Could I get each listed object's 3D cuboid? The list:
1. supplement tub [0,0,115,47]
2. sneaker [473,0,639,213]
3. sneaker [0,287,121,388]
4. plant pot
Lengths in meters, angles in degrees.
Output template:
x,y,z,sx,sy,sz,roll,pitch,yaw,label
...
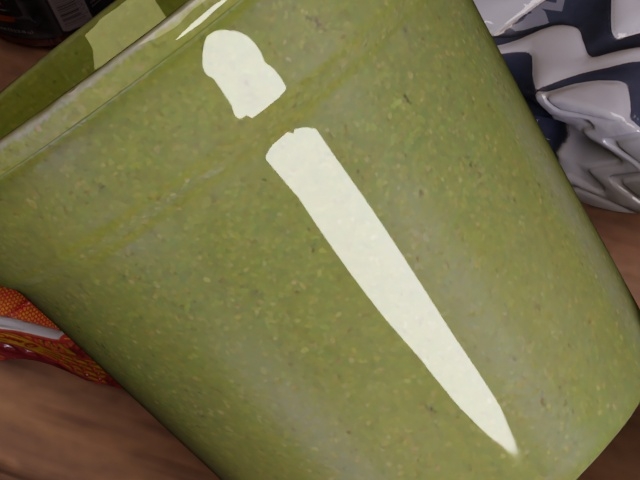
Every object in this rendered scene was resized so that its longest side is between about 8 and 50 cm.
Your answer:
x,y,z,sx,sy,sz,roll,pitch,yaw,label
-0.150,-0.175,0.950,0.106,0.198,0.106,-2,72,5,supplement tub
0.101,-0.117,0.975,0.235,0.094,0.153,20,54,32,sneaker
-0.126,0.028,0.959,0.175,0.064,0.067,12,64,5,sneaker
0.000,0.000,0.845,0.276,0.276,0.254,-39,102,-7,plant pot
